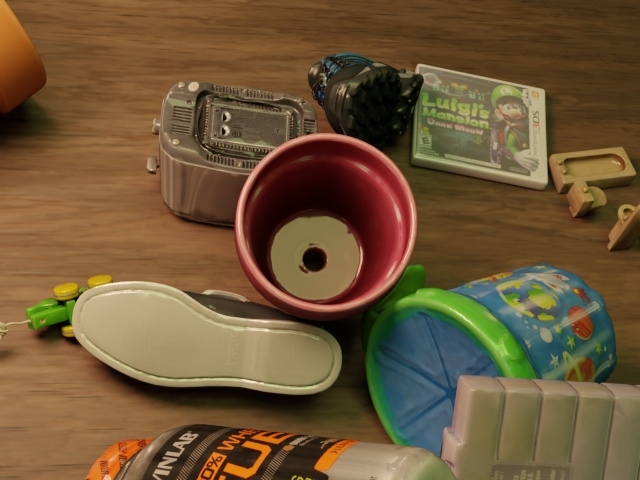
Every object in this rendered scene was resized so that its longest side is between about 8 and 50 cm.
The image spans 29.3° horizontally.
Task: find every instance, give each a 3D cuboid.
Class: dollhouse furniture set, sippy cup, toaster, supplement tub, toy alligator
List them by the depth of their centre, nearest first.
[{"bbox_3d":[-0.050,0.282,1.145,0.338,0.207,0.207,1,48,28],"label":"supplement tub"},{"bbox_3d":[0.207,0.136,1.380,0.224,0.240,0.305,-24,80,-39],"label":"sippy cup"},{"bbox_3d":[-0.294,0.077,1.392,0.189,0.056,0.051,-14,19,-21],"label":"toy alligator"},{"bbox_3d":[-0.096,-0.099,1.499,0.227,0.146,0.129,6,56,-10],"label":"toaster"},{"bbox_3d":[0.408,-0.084,1.627,0.144,0.123,0.151,-7,58,-18],"label":"dollhouse furniture set"}]

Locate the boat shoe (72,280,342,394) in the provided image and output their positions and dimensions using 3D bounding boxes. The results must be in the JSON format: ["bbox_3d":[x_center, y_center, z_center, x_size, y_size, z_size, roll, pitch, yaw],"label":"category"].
[{"bbox_3d":[-0.127,0.112,1.386,0.302,0.091,0.114,16,93,-4],"label":"boat shoe"}]

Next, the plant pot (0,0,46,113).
[{"bbox_3d":[-0.495,-0.229,1.427,0.291,0.291,0.203,42,73,15],"label":"plant pot"}]

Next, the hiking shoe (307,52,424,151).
[{"bbox_3d":[0.036,-0.180,1.554,0.132,0.113,0.304,19,9,12],"label":"hiking shoe"}]

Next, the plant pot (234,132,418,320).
[{"bbox_3d":[0.000,0.000,1.396,0.201,0.180,0.201,1,76,-5],"label":"plant pot"}]

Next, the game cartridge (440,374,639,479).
[{"bbox_3d":[0.219,0.312,1.220,0.230,0.068,0.355,6,100,-7],"label":"game cartridge"}]

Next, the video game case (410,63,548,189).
[{"bbox_3d":[0.220,-0.159,1.695,0.190,0.022,0.173,10,54,-7],"label":"video game case"}]
